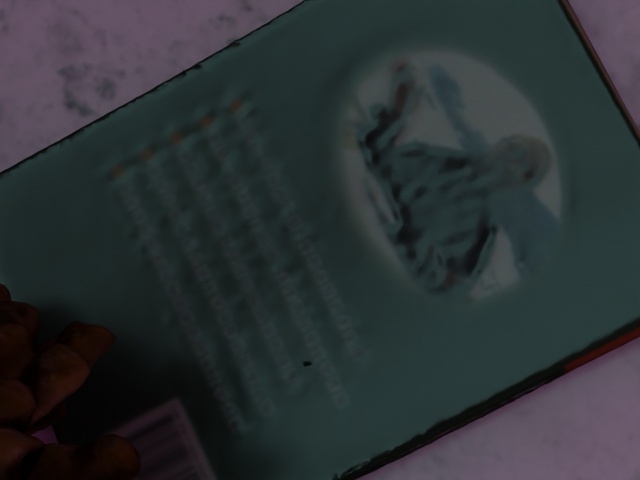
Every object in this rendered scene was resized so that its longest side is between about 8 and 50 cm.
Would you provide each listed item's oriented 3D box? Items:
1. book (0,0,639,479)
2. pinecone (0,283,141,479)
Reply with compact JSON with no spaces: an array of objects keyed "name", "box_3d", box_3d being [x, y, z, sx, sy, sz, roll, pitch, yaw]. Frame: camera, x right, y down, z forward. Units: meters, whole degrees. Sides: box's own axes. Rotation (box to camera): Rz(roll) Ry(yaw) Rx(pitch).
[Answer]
[{"name":"book","box_3d":[0.000,0.000,0.982,0.371,0.043,0.260,-27,76,8]},{"name":"pinecone","box_3d":[-0.277,0.184,0.862,0.384,0.384,0.384,-3,78,13]}]
